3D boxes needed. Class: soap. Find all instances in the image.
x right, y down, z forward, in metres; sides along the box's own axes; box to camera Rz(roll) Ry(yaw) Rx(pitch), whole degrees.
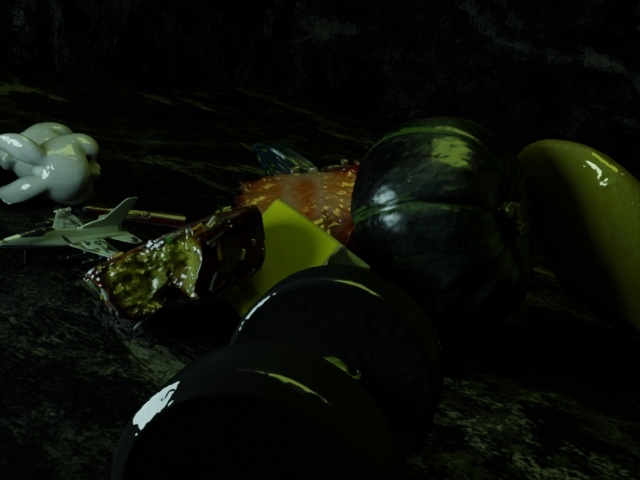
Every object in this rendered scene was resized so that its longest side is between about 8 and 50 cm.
[{"bbox_3d":[0.440,0.027,1.347,0.115,0.427,0.306,-38,18,-9],"label":"soap"}]

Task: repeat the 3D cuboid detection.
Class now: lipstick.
[{"bbox_3d":[-0.323,-0.042,1.541,0.176,0.027,0.027,6,16,-16],"label":"lipstick"}]

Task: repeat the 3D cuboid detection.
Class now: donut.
[{"bbox_3d":[-0.172,0.031,1.122,0.230,0.096,0.216,-23,4,4],"label":"donut"}]

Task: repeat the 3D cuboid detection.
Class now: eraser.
[{"bbox_3d":[-0.046,0.046,1.173,0.069,0.158,0.226,41,-2,-31],"label":"eraser"}]

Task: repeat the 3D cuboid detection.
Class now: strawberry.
[{"bbox_3d":[0.013,-0.008,1.460,0.253,0.150,0.280,-19,40,-18],"label":"strawberry"}]

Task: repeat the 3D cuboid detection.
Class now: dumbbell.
[{"bbox_3d":[-0.015,0.150,0.732,0.203,0.204,0.322,15,15,11],"label":"dumbbell"}]

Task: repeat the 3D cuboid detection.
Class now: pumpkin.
[{"bbox_3d":[0.177,-0.018,1.287,0.241,0.323,0.323,-6,6,25],"label":"pumpkin"}]

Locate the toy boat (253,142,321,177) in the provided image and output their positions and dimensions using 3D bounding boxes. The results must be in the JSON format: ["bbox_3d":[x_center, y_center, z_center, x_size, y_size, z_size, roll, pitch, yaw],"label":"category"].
[{"bbox_3d":[-0.036,-0.099,1.690,0.246,0.093,0.103,43,58,0],"label":"toy boat"}]

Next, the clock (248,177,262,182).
[{"bbox_3d":[-0.045,-0.092,1.868,0.210,0.066,0.159,17,15,18],"label":"clock"}]

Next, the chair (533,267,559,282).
[{"bbox_3d":[0.506,0.067,1.696,0.095,0.104,0.221,-24,26,-23],"label":"chair"}]

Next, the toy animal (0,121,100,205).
[{"bbox_3d":[-0.483,-0.137,1.562,0.178,0.128,0.193,4,18,-21],"label":"toy animal"}]

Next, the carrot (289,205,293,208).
[{"bbox_3d":[-0.007,0.048,1.245,0.069,0.069,0.336,7,35,-20],"label":"carrot"}]

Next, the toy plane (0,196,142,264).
[{"bbox_3d":[-0.360,0.001,1.279,0.160,0.082,0.234,34,39,31],"label":"toy plane"}]
